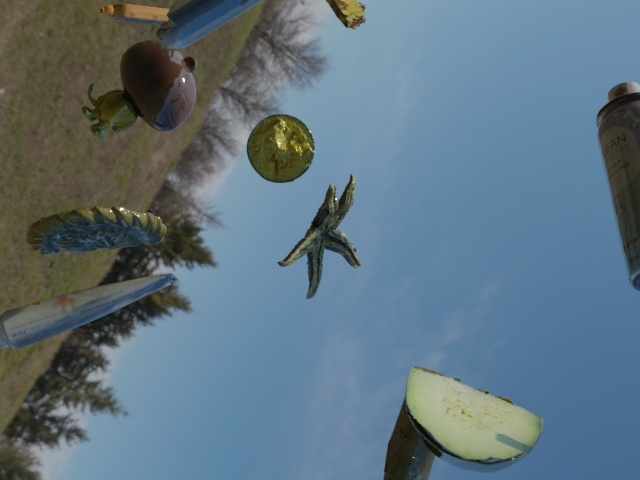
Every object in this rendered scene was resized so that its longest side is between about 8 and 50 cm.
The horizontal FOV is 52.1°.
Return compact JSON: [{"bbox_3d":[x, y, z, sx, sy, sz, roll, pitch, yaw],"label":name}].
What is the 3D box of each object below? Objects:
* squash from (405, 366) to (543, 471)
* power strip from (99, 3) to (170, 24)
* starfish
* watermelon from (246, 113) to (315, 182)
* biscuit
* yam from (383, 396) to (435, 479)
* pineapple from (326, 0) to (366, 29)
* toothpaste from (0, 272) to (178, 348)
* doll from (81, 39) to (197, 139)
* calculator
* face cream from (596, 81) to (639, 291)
[{"bbox_3d":[0.240,0.280,1.013,0.155,0.237,0.204,97,15,-51],"label":"squash"},{"bbox_3d":[-0.378,-0.481,1.396,0.049,0.178,0.028,10,-78,58],"label":"power strip"},{"bbox_3d":[0.000,0.000,1.010,0.176,0.053,0.208,-28,130,-45],"label":"starfish"},{"bbox_3d":[-0.060,-0.142,1.017,0.105,0.105,0.062,-56,-177,7],"label":"watermelon"},{"bbox_3d":[-0.449,-0.021,1.299,0.187,0.274,0.036,105,-23,-68],"label":"biscuit"},{"bbox_3d":[0.191,0.413,1.325,0.106,0.106,0.259,-131,-123,-71],"label":"yam"},{"bbox_3d":[0.036,-0.299,0.851,0.083,0.045,0.019,61,-33,35],"label":"pineapple"},{"bbox_3d":[-0.395,0.111,1.078,0.323,0.066,0.100,-18,171,-8],"label":"toothpaste"},{"bbox_3d":[-0.283,-0.238,1.032,0.096,0.188,0.145,38,45,-79],"label":"doll"},{"bbox_3d":[-0.084,-0.268,0.692,0.210,0.039,0.121,-28,-151,9],"label":"calculator"},{"bbox_3d":[0.327,-0.063,0.658,0.075,0.075,0.229,-38,-140,47],"label":"face cream"}]
